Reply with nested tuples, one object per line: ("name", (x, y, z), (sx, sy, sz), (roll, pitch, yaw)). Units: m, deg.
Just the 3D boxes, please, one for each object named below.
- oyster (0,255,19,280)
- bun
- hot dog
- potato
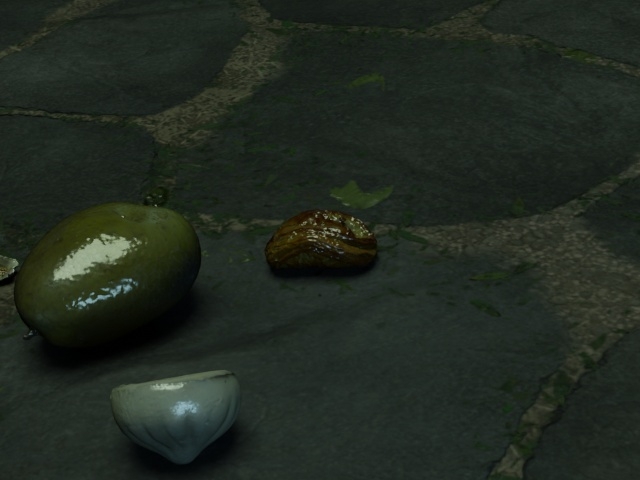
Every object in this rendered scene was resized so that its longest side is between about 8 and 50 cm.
("oyster", (-0.450, 0.039, 1.727), (0.093, 0.034, 0.051), (6, 47, -1))
("bun", (-0.149, 0.188, 1.358), (0.138, 0.094, 0.138), (-6, -6, -1))
("hot dog", (0.000, 0.003, 1.674), (0.147, 0.065, 0.099), (-2, 21, 11))
("potato", (-0.264, 0.042, 1.568), (0.251, 0.159, 0.174), (-38, 18, -29))
